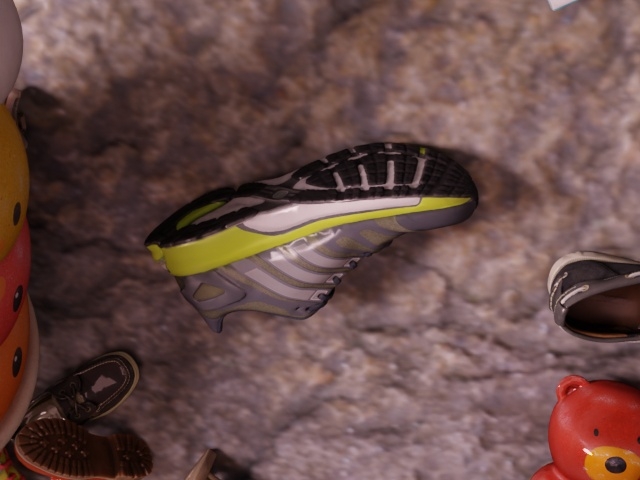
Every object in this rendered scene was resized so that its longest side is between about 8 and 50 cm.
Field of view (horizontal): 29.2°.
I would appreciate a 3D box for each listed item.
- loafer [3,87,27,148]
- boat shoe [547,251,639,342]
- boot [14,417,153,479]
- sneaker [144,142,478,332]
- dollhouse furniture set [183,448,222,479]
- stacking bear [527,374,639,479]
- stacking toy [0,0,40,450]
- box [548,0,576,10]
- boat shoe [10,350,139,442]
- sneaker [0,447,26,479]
[{"bbox_3d":[-0.289,-0.086,1.139,0.039,0.045,0.125,14,120,-15],"label":"loafer"},{"bbox_3d":[0.319,0.060,1.078,0.233,0.079,0.084,3,110,6],"label":"boat shoe"},{"bbox_3d":[-0.249,0.221,1.206,0.085,0.059,0.158,-29,145,28],"label":"boot"},{"bbox_3d":[0.000,0.000,1.101,0.300,0.111,0.121,-13,119,19],"label":"sneaker"},{"bbox_3d":[-0.120,0.332,1.225,0.129,0.129,0.183,35,114,-6],"label":"dollhouse furniture set"},{"bbox_3d":[0.244,0.268,1.129,0.175,0.164,0.289,13,102,10],"label":"stacking bear"},{"bbox_3d":[-0.337,-0.028,0.925,0.351,0.350,0.480,33,137,-4],"label":"stacking toy"},{"bbox_3d":[0.275,-0.279,0.960,0.244,0.060,0.100,-22,106,16],"label":"box"},{"bbox_3d":[-0.245,0.163,1.216,0.152,0.049,0.056,-35,89,19],"label":"boat shoe"},{"bbox_3d":[-0.336,0.246,1.260,0.094,0.081,0.208,2,111,-12],"label":"sneaker"}]
